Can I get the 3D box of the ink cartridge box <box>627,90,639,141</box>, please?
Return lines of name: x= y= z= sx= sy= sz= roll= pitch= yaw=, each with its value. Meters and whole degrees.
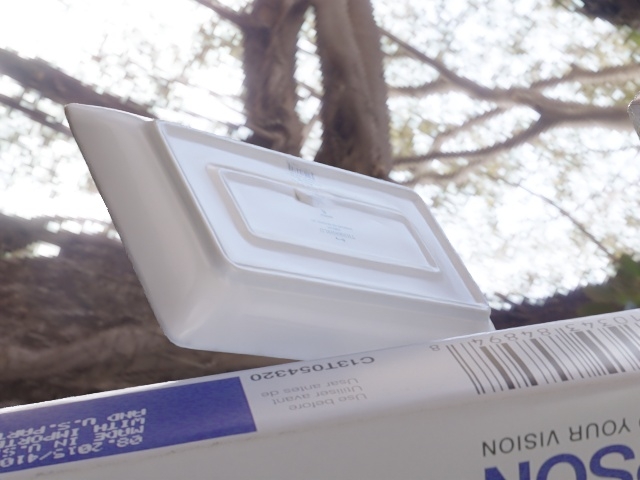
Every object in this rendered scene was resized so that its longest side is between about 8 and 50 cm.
ink cartridge box: x=0.397 y=-0.143 z=1.037 sx=0.198 sy=0.115 sz=0.273 roll=-2 pitch=-144 yaw=46

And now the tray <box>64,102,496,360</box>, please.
tray: x=0.000 y=0.000 z=0.687 sx=0.030 sy=0.270 sz=0.145 roll=-46 pitch=-123 yaw=25

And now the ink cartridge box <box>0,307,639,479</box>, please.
ink cartridge box: x=0.012 y=0.205 z=0.536 sx=0.071 sy=0.324 sz=0.330 roll=-126 pitch=-151 yaw=-68
